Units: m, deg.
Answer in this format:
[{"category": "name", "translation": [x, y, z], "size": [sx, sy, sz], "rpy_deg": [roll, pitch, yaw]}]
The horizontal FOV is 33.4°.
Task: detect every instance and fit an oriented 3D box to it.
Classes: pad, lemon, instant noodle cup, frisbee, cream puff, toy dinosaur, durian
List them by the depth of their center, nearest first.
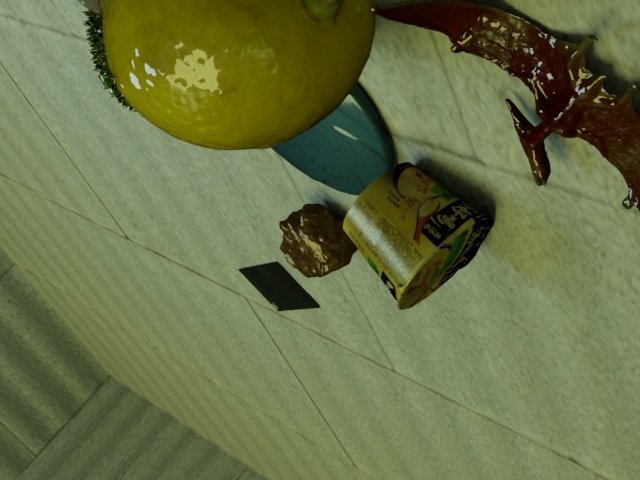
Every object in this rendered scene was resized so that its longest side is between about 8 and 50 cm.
[{"category": "toy dinosaur", "translation": [0.193, -0.106, 0.939], "size": [0.327, 0.113, 0.207], "rpy_deg": [53, 157, -22]}, {"category": "lemon", "translation": [-0.082, -0.209, 1.027], "size": [0.260, 0.260, 0.284], "rpy_deg": [55, 174, -32]}, {"category": "instant noodle cup", "translation": [0.107, -0.010, 1.248], "size": [0.122, 0.151, 0.151], "rpy_deg": [45, 161, 20]}, {"category": "frisbee", "translation": [-0.034, -0.153, 1.330], "size": [0.289, 0.049, 0.289], "rpy_deg": [35, 158, 17]}, {"category": "durian", "translation": [-0.275, -0.248, 1.505], "size": [0.220, 0.095, 0.137], "rpy_deg": [57, 151, -10]}, {"category": "cream puff", "translation": [0.000, 0.000, 1.525], "size": [0.116, 0.094, 0.122], "rpy_deg": [25, 131, 30]}, {"category": "pad", "translation": [-0.078, 0.086, 1.941], "size": [0.116, 0.004, 0.193], "rpy_deg": [47, 159, -14]}]

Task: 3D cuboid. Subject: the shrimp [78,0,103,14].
[{"category": "shrimp", "translation": [-0.331, -0.373, 1.384], "size": [0.132, 0.051, 0.187], "rpy_deg": [0, 127, 42]}]
